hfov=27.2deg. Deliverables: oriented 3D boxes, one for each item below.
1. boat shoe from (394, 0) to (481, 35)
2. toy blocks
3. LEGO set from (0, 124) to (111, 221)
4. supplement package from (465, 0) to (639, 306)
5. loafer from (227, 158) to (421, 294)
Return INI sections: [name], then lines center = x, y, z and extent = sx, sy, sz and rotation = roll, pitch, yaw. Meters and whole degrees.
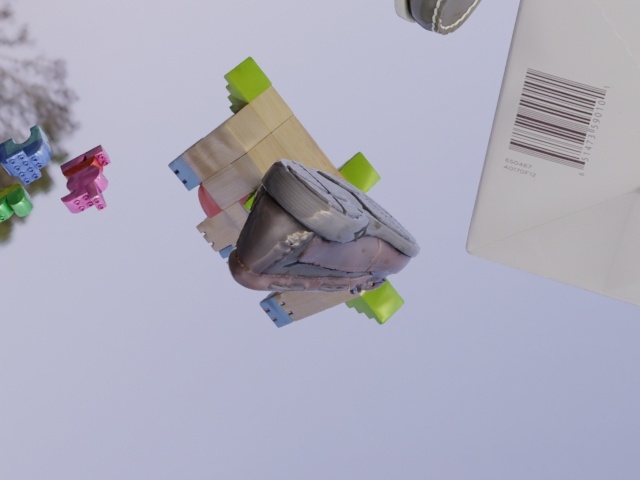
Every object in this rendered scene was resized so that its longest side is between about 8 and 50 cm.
[boat shoe]
center = 0.155, -0.270, 1.000
extent = 0.091, 0.305, 0.109
rotation = 42, -142, 16
[toy blocks]
center = -0.068, -0.035, 1.835
extent = 0.191, 0.381, 0.261
rotation = -43, -171, -31
[LEGO set]
center = -0.313, -0.028, 1.277
extent = 0.227, 0.087, 0.093
rotation = -28, -133, 1
[supplement package]
center = 0.213, -0.117, 0.675
extent = 0.198, 0.199, 0.262
rotation = 17, -135, 10
[loafer]
center = 0.000, 0.000, 1.112
extent = 0.109, 0.302, 0.095
rotation = 42, -82, 16
